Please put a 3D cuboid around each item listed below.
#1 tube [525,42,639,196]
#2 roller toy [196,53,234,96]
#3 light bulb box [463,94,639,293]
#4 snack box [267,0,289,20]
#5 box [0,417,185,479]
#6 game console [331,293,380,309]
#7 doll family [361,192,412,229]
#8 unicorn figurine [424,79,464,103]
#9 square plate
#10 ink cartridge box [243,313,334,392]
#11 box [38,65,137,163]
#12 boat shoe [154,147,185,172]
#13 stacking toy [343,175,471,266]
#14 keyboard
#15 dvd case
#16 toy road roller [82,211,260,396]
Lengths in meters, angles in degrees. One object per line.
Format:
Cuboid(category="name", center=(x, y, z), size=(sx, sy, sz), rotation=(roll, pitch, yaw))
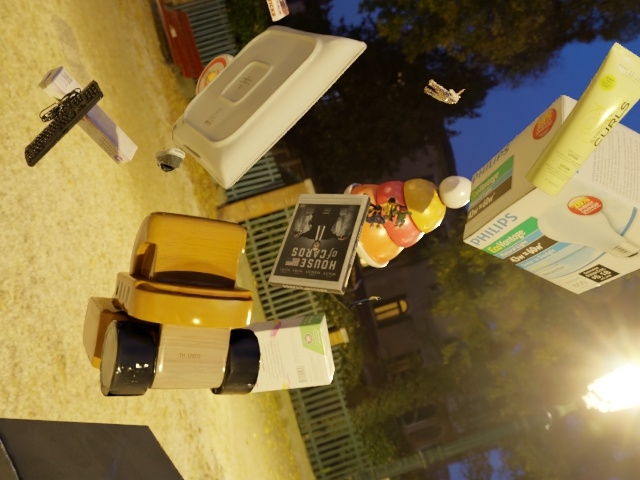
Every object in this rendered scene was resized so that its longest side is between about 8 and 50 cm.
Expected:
Cuboid(category="tube", center=(0.427, -0.184, 0.843), size=(0.062, 0.070, 0.240), rotation=(49, -61, 35))
Cuboid(category="roller toy", center=(-0.316, -0.510, 1.750), size=(0.146, 0.191, 0.210), rotation=(27, 64, -44))
Cuboid(category="light bulb box", center=(0.597, -0.087, 1.248), size=(0.358, 0.360, 0.225), rotation=(128, -18, -59))
Cuboid(category="snack box", center=(-0.121, -0.629, 1.265), size=(0.064, 0.022, 0.178), rotation=(-58, 139, -49))
Cuboid(category="box", center=(-0.541, 0.609, 0.970), size=(0.297, 0.471, 0.480), rotation=(45, -5, 25))
Cuboid(category="game console", center=(0.074, 0.127, 1.257), size=(0.107, 0.071, 0.122), rotation=(42, -6, 3))
Cuboid(category="doll family", center=(0.198, -0.098, 1.707), size=(0.111, 0.192, 0.076), rotation=(92, -8, -50))
Cuboid(category="unicorn figurine", center=(0.391, -0.471, 1.683), size=(0.060, 0.111, 0.162), rotation=(-62, 175, 32))
Cuboid(category="square plate", center=(-0.129, -0.283, 0.994), size=(0.049, 0.344, 0.347), rotation=(47, -5, -39))
Cuboid(category="ink cartridge box", center=(-0.147, 0.371, 1.715), size=(0.119, 0.353, 0.207), rotation=(-55, 136, -78))
Cuboid(category="box", center=(-0.679, -0.362, 1.554), size=(0.324, 0.063, 0.067), rotation=(54, 37, -45))
Cuboid(category="boat shoe", center=(-0.339, -0.173, 1.161), size=(0.142, 0.049, 0.040), rotation=(-2, -109, 60))
Cuboid(category="stacking toy", center=(0.353, -0.120, 2.000), size=(0.350, 0.479, 0.351), rotation=(40, 40, -44))
Cuboid(category="keyboard", center=(-0.487, -0.227, 0.970), size=(0.038, 0.192, 0.100), rotation=(45, 1, -45))
Cuboid(category="dvd case", center=(0.000, 0.000, 1.168), size=(0.030, 0.179, 0.239), rotation=(55, 46, -50))
Cuboid(category="toy road roller", center=(-0.217, 0.083, 0.785), size=(0.329, 0.202, 0.241), rotation=(5, -94, 59))
